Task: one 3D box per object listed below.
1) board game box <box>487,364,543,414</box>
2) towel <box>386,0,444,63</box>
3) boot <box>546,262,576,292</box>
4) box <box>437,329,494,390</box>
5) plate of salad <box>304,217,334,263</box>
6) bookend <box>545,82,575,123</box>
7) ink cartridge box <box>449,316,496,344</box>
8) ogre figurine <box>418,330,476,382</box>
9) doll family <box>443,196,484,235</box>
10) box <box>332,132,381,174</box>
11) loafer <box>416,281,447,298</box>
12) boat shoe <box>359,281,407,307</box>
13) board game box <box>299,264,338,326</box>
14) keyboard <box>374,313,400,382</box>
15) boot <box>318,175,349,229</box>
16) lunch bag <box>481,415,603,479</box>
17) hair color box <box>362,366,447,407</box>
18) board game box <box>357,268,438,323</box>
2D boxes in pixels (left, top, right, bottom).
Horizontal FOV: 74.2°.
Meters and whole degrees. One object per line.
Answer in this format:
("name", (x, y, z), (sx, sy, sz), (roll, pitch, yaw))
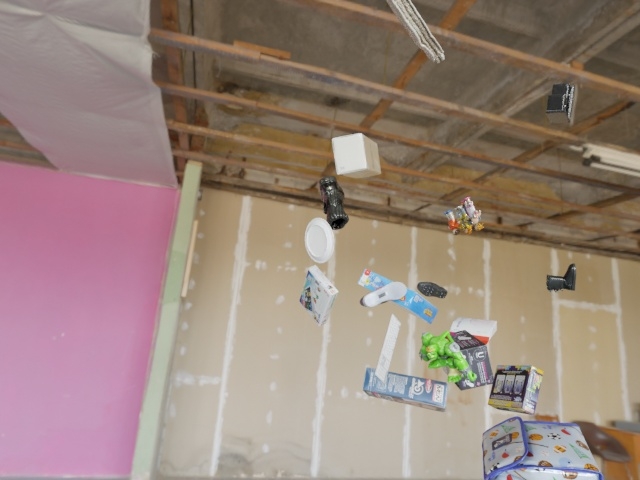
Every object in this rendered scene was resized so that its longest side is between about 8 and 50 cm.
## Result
("board game box", (0.625, 0.476, 1.361), (0.048, 0.140, 0.170), (26, -20, -7))
("towel", (0.267, -0.664, 1.272), (0.049, 0.187, 0.282), (-38, -53, 21))
("boot", (0.940, 0.146, 1.654), (0.099, 0.121, 0.045), (1, 21, 24))
("box", (0.586, 0.483, 1.730), (0.142, 0.163, 0.247), (-13, 1, 1))
("plate of salad", (0.000, 0.000, 1.840), (0.048, 0.199, 0.200), (-6, -4, -40))
("bookend", (0.972, -0.573, 1.713), (0.073, 0.157, 0.156), (8, 1, 36))
("ink cartridge box", (0.707, 0.426, 1.991), (0.189, 0.066, 0.232), (1, 5, 35))
("ogre figurine", (0.361, 0.336, 1.253), (0.097, 0.118, 0.197), (-22, 16, -6))
("doll family", (0.764, -0.116, 2.179), (0.119, 0.163, 0.263), (-15, -14, -20))
("box", (0.155, -0.341, 1.743), (0.121, 0.147, 0.311), (-7, 4, 19))
("loafer", (0.596, 0.264, 2.298), (0.223, 0.076, 0.078), (18, 13, -35))
("boat shoe", (0.272, 0.243, 1.860), (0.229, 0.080, 0.076), (-20, -4, -27))
("board game box", (-0.016, 0.292, 2.202), (0.053, 0.193, 0.305), (-24, -31, -31))
("keyboard", (0.257, 0.404, 1.600), (0.014, 0.255, 0.072), (-6, -45, 36))
("boot", (0.082, -0.174, 2.321), (0.131, 0.259, 0.348), (-19, -17, 9))
("lunch bag", (0.836, 0.861, 1.647), (0.386, 0.238, 0.328), (-4, 5, 20))
("hair color box", (0.374, 0.656, 1.855), (0.348, 0.105, 0.173), (5, -26, 20))
("board game box", (0.383, 0.276, 2.081), (0.302, 0.086, 0.308), (24, -7, 41))
